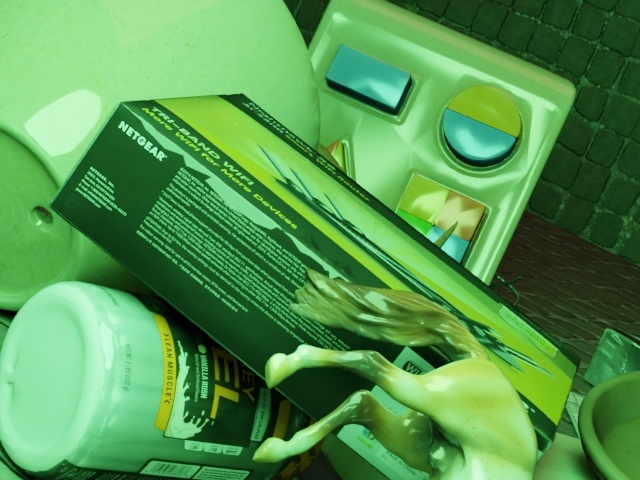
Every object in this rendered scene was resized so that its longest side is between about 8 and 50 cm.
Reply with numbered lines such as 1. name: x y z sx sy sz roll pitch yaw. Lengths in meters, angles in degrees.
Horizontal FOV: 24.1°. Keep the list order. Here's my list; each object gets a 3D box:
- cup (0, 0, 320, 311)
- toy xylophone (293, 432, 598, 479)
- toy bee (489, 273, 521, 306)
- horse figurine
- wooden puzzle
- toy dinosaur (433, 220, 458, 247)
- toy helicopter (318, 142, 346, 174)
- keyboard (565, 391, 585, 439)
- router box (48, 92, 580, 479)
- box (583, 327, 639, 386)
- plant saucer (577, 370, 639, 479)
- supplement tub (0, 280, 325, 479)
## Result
1. cup: -0.196 -0.074 1.163 0.331 0.331 0.237 25 36 10
2. toy xylophone: 0.145 0.194 1.031 0.323 0.081 0.236 20 12 -20
3. toy bee: 0.128 -0.033 1.903 0.298 0.162 0.195 6 35 34
4. horse figurine: 0.054 0.136 0.758 0.174 0.263 0.066 -2 -11 -23
5. wooden puzzle: 0.096 -0.106 1.786 0.322 0.348 0.080 25 -9 8
6. toy dinosaur: 0.120 0.068 1.661 0.112 0.064 0.211 10 46 -29
7. toy helicopter: 0.000 0.000 1.532 0.235 0.140 0.355 28 29 -34
8. keyboard: 0.296 0.199 1.565 0.072 0.014 0.256 23 9 -1
9. router box: 0.013 0.031 0.938 0.309 0.081 0.243 38 13 6
10. box: 0.508 0.208 1.820 0.307 0.076 0.242 15 13 -41
11. plant saucer: 0.308 0.170 1.026 0.278 0.041 0.278 11 21 -4
12. supplement tub: -0.091 0.095 0.914 0.190 0.117 0.117 14 13 -43
